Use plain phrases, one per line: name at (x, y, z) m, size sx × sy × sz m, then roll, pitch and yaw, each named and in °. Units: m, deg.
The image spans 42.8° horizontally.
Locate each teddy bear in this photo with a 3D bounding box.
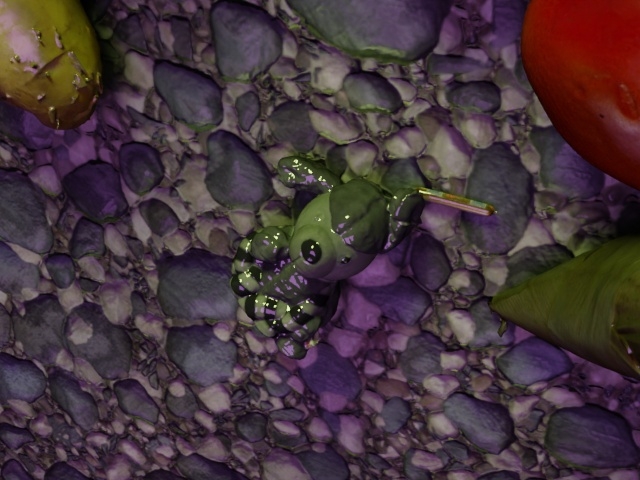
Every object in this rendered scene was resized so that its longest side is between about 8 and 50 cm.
teddy bear at (-0.016, 0.000, 0.949) m, size 0.171 × 0.144 × 0.251 m, roll 42°, pitch 124°, yaw 11°

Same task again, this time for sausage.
sausage at (0.151, -0.044, 0.928) m, size 0.100 × 0.015 × 0.015 m, roll 15°, pitch 124°, yaw 13°

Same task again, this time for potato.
potato at (-0.352, -0.263, 0.922) m, size 0.173 × 0.140 × 0.300 m, roll -16°, pitch 109°, yaw 24°

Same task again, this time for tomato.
tomato at (0.315, -0.154, 0.666) m, size 0.299 × 0.226 × 0.298 m, roll 11°, pitch 121°, yaw 18°

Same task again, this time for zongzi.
zongzi at (0.279, 0.080, 0.710) m, size 0.418 × 0.447 × 0.181 m, roll -10°, pitch 91°, yaw 32°
